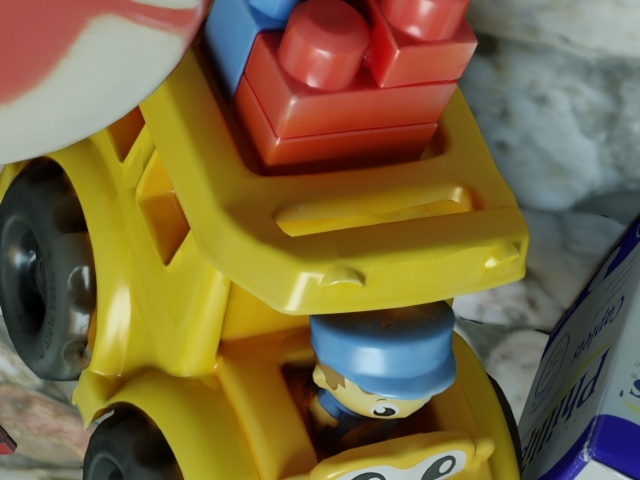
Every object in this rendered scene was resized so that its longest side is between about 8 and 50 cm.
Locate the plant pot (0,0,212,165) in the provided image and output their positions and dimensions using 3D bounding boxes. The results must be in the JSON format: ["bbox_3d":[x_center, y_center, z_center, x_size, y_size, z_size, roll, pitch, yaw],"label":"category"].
[{"bbox_3d":[-0.101,-0.165,0.425,0.275,0.243,0.275,7,151,4],"label":"plant pot"}]

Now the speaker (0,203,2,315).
[{"bbox_3d":[-0.081,0.013,0.836,0.136,0.055,0.055,8,140,21],"label":"speaker"}]

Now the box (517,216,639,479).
[{"bbox_3d":[0.121,0.068,0.723,0.072,0.137,0.126,25,143,-2],"label":"box"}]

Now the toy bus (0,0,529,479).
[{"bbox_3d":[0.000,0.000,0.641,0.149,0.220,0.211,-7,146,-29],"label":"toy bus"}]

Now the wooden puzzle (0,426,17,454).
[{"bbox_3d":[-0.194,0.097,1.037,0.049,0.006,0.083,-7,133,34],"label":"wooden puzzle"}]
